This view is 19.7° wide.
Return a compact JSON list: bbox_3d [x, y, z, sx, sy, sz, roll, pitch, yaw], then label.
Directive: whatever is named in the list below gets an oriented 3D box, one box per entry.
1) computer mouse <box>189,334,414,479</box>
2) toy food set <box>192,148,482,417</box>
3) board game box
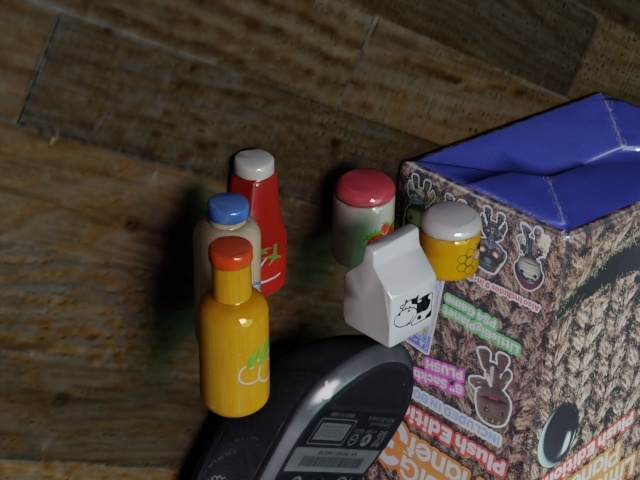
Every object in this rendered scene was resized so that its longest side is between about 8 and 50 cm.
[{"bbox_3d":[-0.046,0.159,1.189,0.272,0.072,0.188,-54,147,10],"label":"computer mouse"},{"bbox_3d":[0.000,0.000,1.097,0.232,0.111,0.104,-26,131,-36],"label":"toy food set"},{"bbox_3d":[0.167,0.070,1.323,0.232,0.141,0.291,-21,127,-42],"label":"board game box"}]
